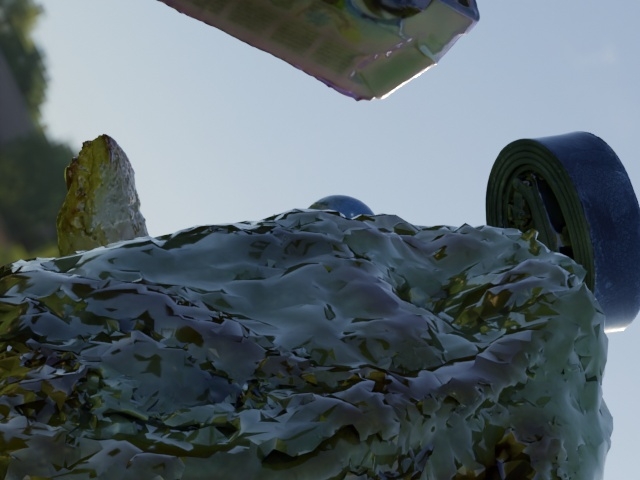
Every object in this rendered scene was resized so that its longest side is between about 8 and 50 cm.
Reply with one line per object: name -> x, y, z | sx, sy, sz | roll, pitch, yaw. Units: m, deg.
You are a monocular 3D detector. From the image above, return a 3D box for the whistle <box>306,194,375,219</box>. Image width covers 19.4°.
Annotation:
whistle -> 0.000, 0.000, 1.741 | 0.090, 0.158, 0.090 | 13, -76, 61

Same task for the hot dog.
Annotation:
hot dog -> -0.139, 0.015, 1.224 | 0.078, 0.061, 0.169 | -49, 125, -73

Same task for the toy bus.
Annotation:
toy bus -> -0.032, -0.190, 1.230 | 0.274, 0.112, 0.090 | 24, 34, -28

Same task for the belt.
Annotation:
belt -> 0.219, 0.000, 1.653 | 0.141, 0.082, 0.190 | -26, -104, 57

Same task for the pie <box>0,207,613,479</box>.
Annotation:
pie -> -0.079, 0.080, 0.780 | 0.418, 0.395, 0.180 | -34, 114, -56
